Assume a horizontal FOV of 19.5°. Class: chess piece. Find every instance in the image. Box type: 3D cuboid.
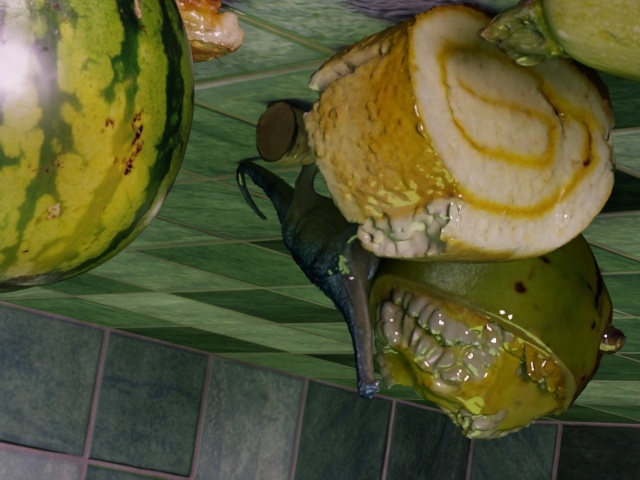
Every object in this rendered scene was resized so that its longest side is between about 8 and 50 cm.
[{"bbox_3d":[0.021,-0.082,1.738,0.172,0.060,0.060,15,168,-41],"label":"chess piece"}]

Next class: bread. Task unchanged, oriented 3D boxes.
[{"bbox_3d":[0.113,-0.070,1.389,0.257,0.185,0.124,7,169,-41],"label":"bread"}]

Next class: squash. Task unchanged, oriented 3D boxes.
[{"bbox_3d":[0.218,-0.152,1.126,0.287,0.137,0.137,16,176,40],"label":"squash"}]

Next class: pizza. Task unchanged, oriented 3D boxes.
[{"bbox_3d":[-0.142,-0.169,1.423,0.175,0.046,0.134,3,169,26],"label":"pizza"}]

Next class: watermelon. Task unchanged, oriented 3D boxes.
[{"bbox_3d":[-0.225,-0.099,1.236,0.285,0.285,0.285,8,169,2],"label":"watermelon"}]

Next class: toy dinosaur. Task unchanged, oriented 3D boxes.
[{"bbox_3d":[0.007,-0.007,1.820,0.076,0.147,0.363,15,-154,-38],"label":"toy dinosaur"}]

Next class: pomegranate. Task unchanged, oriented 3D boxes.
[{"bbox_3d":[0.142,0.056,1.898,0.341,0.260,0.260,29,175,16],"label":"pomegranate"}]
